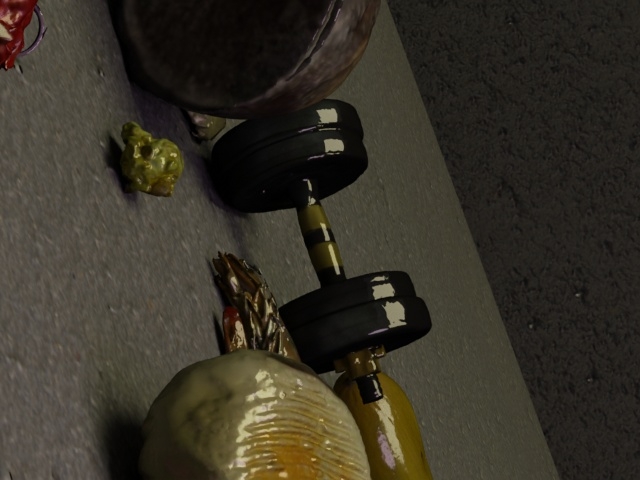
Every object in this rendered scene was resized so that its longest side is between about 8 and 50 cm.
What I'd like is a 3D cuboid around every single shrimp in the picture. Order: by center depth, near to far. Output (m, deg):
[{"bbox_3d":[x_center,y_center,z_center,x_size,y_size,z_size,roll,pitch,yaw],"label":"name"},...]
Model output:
[{"bbox_3d":[-0.070,0.121,1.617,0.133,0.053,0.236,-10,81,-56],"label":"shrimp"}]

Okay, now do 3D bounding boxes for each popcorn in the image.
[{"bbox_3d":[-0.169,-0.077,1.502,0.068,0.059,0.083,-12,52,-49],"label":"popcorn"}]

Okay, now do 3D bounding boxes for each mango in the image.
[{"bbox_3d":[0.081,0.265,1.857,0.237,0.091,0.137,69,19,5],"label":"mango"}]

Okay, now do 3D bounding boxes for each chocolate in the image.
[{"bbox_3d":[-0.052,-0.268,1.673,0.213,0.303,0.303,13,55,-60],"label":"chocolate"}]

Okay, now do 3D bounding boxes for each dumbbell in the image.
[{"bbox_3d":[0.000,0.000,1.759,0.185,0.185,0.388,24,46,-71],"label":"dumbbell"}]

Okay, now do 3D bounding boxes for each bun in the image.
[{"bbox_3d":[-0.057,0.207,1.283,0.244,0.153,0.244,27,58,-52],"label":"bun"}]

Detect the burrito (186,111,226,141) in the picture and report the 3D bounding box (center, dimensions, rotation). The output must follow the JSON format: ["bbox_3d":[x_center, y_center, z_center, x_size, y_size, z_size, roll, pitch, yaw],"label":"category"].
[{"bbox_3d":[-0.162,-0.224,1.781,0.058,0.063,0.229,-3,-74,62],"label":"burrito"}]

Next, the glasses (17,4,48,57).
[{"bbox_3d":[-0.269,-0.218,1.324,0.062,0.140,0.104,16,0,-25],"label":"glasses"}]

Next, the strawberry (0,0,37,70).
[{"bbox_3d":[-0.277,-0.175,0.997,0.205,0.205,0.244,64,-7,-15],"label":"strawberry"}]
